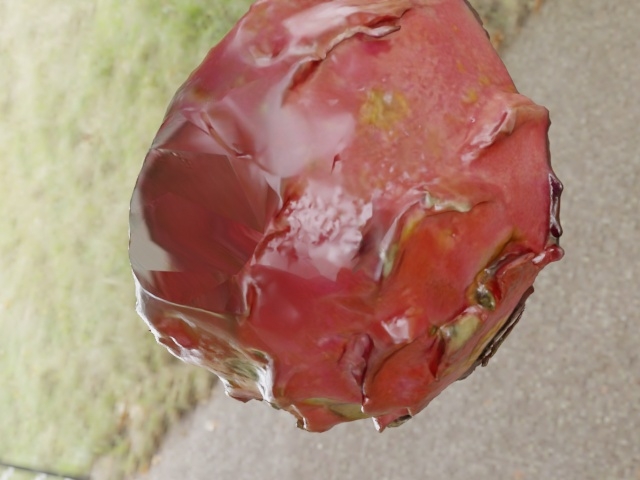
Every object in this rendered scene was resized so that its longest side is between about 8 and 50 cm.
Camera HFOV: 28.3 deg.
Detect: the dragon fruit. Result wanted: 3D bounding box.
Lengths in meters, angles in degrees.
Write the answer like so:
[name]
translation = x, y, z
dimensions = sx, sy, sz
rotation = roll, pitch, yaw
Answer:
[dragon fruit]
translation = 0.000, 0.000, 0.620
dimensions = 0.163, 0.189, 0.261
rotation = -121, 41, -51
